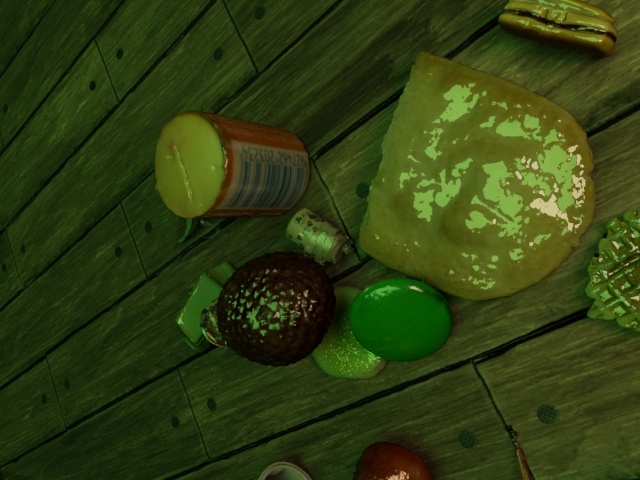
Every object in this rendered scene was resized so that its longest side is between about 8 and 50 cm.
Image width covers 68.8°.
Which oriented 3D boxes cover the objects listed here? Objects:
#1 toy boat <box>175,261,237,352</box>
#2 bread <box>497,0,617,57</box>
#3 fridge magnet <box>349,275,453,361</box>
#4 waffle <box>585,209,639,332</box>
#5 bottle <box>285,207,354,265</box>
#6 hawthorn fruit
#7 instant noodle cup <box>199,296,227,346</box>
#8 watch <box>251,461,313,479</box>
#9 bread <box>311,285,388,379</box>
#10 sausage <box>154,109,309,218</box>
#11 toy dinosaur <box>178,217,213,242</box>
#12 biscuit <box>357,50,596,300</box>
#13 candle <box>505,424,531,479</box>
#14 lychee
[{"bbox_3d":[-0.311,0.189,1.271,0.111,0.084,0.276,39,108,23],"label":"toy boat"},{"bbox_3d":[0.416,-0.378,0.816,0.200,0.116,0.077,31,110,28],"label":"bread"},{"bbox_3d":[0.162,0.160,0.950,0.208,0.088,0.207,5,120,8],"label":"fridge magnet"},{"bbox_3d":[0.557,0.052,0.765,0.208,0.054,0.213,8,88,34],"label":"waffle"},{"bbox_3d":[0.000,-0.001,1.080,0.152,0.099,0.098,35,107,23],"label":"bottle"},{"bbox_3d":[0.198,0.524,0.935,0.286,0.165,0.165,24,102,19],"label":"hawthorn fruit"},{"bbox_3d":[-0.226,0.213,1.174,0.127,0.135,0.127,1,70,-2],"label":"instant noodle cup"},{"bbox_3d":[-0.080,0.627,1.037,0.196,0.244,0.231,-43,76,24],"label":"watch"},{"bbox_3d":[0.059,0.218,1.077,0.229,0.034,0.228,0,89,29],"label":"bread"},{"bbox_3d":[-0.195,-0.166,1.085,0.233,0.287,0.232,4,97,34],"label":"sausage"},{"bbox_3d":[-0.338,-0.111,1.240,0.392,0.092,0.205,111,147,-54],"label":"toy dinosaur"},{"bbox_3d":[0.276,-0.095,0.907,0.446,0.104,0.429,34,107,27],"label":"biscuit"},{"bbox_3d":[0.385,0.435,0.886,0.026,0.021,0.167,-15,81,20],"label":"candle"},{"bbox_3d":[-0.095,0.145,1.020,0.261,0.261,0.260,0,90,31],"label":"lychee"}]
